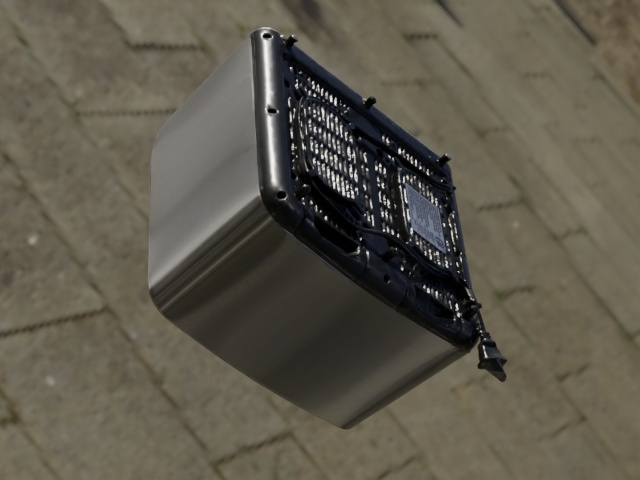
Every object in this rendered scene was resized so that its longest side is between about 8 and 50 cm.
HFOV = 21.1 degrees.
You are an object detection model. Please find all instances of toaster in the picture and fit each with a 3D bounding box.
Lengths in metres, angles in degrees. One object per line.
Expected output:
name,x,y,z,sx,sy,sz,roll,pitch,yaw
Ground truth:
toaster,0.000,0.000,0.964,0.168,0.110,0.185,34,31,-30
